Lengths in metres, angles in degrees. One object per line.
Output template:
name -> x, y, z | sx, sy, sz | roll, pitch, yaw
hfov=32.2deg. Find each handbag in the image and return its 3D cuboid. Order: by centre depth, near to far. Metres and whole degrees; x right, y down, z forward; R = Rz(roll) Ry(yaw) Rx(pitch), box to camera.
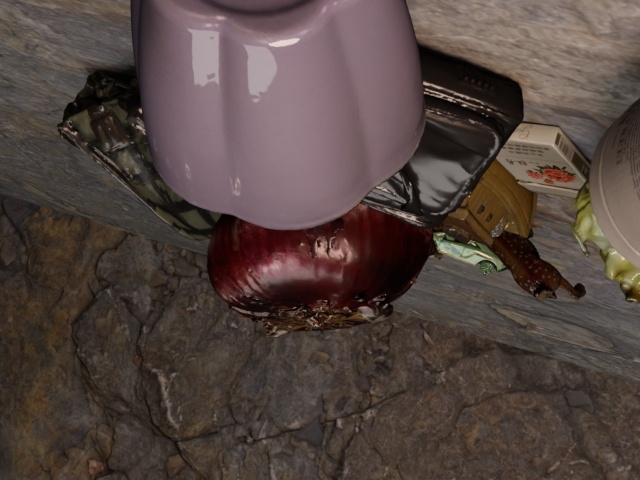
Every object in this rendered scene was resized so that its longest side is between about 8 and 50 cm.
handbag -> 0.055, -0.113, 1.191 | 0.275, 0.088, 0.244 | 14, 146, -14
handbag -> -0.192, -0.128, 1.670 | 0.327, 0.163, 0.325 | 39, 159, -28

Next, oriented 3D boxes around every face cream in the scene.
face cream -> 0.336, -0.060, 0.943 | 0.177, 0.177, 0.153 | 19, 169, -1

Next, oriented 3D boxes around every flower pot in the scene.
flower pot -> -0.034, -0.173, 0.897 | 0.265, 0.265, 0.243 | 18, 158, 7

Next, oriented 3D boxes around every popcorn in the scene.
popcorn -> 0.360, -0.005, 1.162 | 0.197, 0.213, 0.198 | -3, 164, -1

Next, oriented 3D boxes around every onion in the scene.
onion -> 0.000, 0.000, 1.462 | 0.313, 0.232, 0.314 | -5, 168, -1

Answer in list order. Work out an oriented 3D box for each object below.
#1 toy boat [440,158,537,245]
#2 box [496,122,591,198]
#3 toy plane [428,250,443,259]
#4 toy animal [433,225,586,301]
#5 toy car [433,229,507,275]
toy boat -> 0.188, -0.065, 1.415 | 0.089, 0.121, 0.321 | 20, 173, 34
box -> 0.271, -0.095, 1.346 | 0.109, 0.029, 0.198 | 13, 169, 35
toy plane -> 0.119, -0.009, 1.716 | 0.192, 0.088, 0.262 | 21, -171, 25
toy animal -> 0.268, 0.001, 1.638 | 0.243, 0.087, 0.260 | 37, -169, 38
toy car -> 0.231, -0.005, 1.836 | 0.186, 0.093, 0.058 | 20, 129, 1
